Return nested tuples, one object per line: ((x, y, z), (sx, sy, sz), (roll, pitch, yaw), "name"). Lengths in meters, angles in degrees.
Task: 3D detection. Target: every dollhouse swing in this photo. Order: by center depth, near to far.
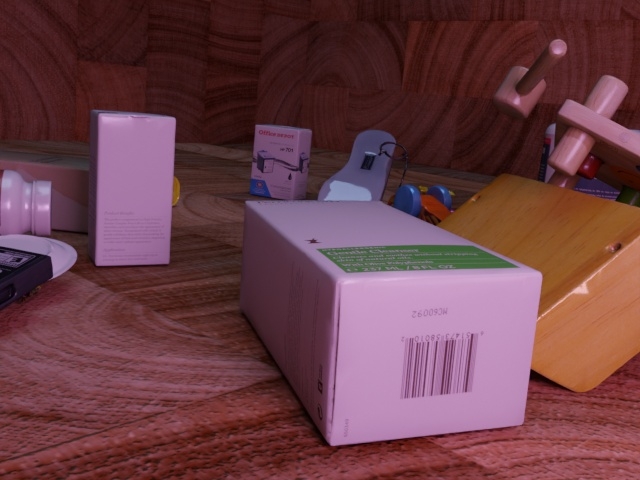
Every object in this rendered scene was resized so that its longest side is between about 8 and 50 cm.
((0.330, 0.099, 0.929), (0.315, 0.305, 0.347), (-38, 20, -4), "dollhouse swing")

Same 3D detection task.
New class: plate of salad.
((-0.414, 0.038, 0.903), (0.200, 0.048, 0.200), (2, 20, -1), "plate of salad")

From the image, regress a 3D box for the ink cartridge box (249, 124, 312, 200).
((-0.108, -0.212, 1.915), (0.140, 0.190, 0.082), (10, 13, 25), "ink cartridge box")

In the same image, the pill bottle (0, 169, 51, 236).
((-0.545, -0.055, 1.132), (0.216, 0.121, 0.121), (2, 12, -19), "pill bottle")

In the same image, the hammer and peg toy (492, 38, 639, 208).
((0.367, -0.107, 0.905), (0.361, 0.127, 0.266), (34, 6, 16), "hammer and peg toy")

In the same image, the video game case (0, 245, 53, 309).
((-0.475, 0.054, 0.742), (0.275, 0.035, 0.248), (9, 23, 15), "video game case")

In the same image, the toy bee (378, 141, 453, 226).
((0.196, -0.046, 1.431), (0.196, 0.162, 0.298), (11, 35, -11), "toy bee")

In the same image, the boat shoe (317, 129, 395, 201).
((0.080, -0.098, 1.617), (0.136, 0.156, 0.367), (12, 42, 10), "boat shoe")

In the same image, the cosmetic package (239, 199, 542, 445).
((0.043, 0.060, 0.757), (0.197, 0.155, 0.365), (-2, 14, -19), "cosmetic package")

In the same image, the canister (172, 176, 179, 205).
((-0.429, -0.120, 1.625), (0.170, 0.073, 0.126), (10, 12, 28), "canister")

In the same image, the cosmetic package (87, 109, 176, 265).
((-0.292, -0.080, 1.088), (0.118, 0.230, 0.085), (0, 13, -27), "cosmetic package")

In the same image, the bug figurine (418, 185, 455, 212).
((0.370, -0.063, 1.703), (0.279, 0.072, 0.216), (10, 18, 0), "bug figurine")

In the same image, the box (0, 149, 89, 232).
((-0.495, -0.092, 1.332), (0.311, 0.121, 0.148), (6, 12, 3), "box")

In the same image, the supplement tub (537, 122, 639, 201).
((0.526, -0.091, 1.407), (0.191, 0.272, 0.191), (5, 12, -1), "supplement tub")
